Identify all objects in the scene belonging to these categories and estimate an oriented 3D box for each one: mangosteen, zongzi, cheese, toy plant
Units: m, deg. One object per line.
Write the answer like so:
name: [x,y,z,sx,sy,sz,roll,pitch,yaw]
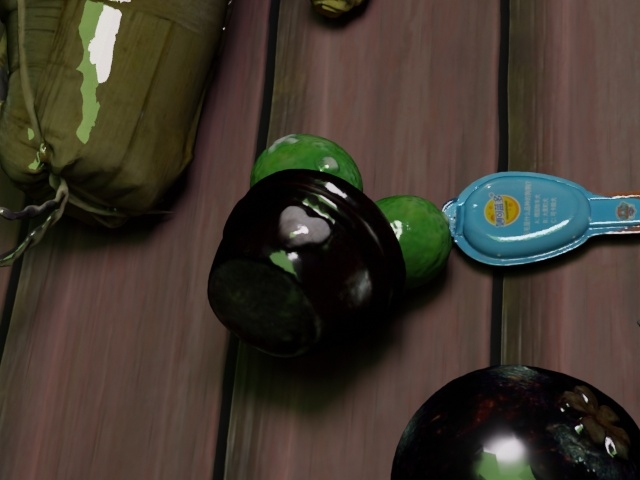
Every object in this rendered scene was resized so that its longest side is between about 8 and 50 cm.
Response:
mangosteen: [0.148,0.216,1.235,0.243,0.243,0.243,-7,57,11]
zongzi: [-0.294,-0.191,1.681,0.467,0.218,0.499,-2,71,52]
cheese: [0.239,-0.023,1.455,0.256,0.037,0.106,-1,59,13]
toy plant: [0.000,0.000,1.440,0.218,0.175,0.235,25,40,20]

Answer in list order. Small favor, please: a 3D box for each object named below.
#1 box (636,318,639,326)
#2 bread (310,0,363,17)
box: [0.324,0.087,1.315,0.069,0.122,0.084,-37,54,5]
bread: [0.060,-0.398,1.712,0.084,0.077,0.367,-19,43,51]
